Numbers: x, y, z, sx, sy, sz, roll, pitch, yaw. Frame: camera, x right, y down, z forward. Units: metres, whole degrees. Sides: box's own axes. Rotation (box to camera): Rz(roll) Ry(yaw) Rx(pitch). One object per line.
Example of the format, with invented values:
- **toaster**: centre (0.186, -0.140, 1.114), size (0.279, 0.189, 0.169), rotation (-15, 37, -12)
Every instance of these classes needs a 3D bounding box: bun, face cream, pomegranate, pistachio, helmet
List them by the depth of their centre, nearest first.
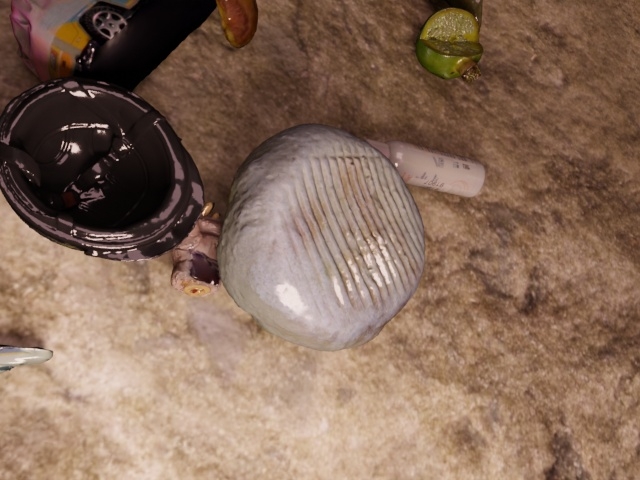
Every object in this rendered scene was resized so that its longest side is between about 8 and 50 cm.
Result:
- **helmet**: centre (-0.315, -0.084, 0.813), size (0.279, 0.160, 0.230), rotation (39, 63, -17)
- **bun**: centre (0.000, 0.000, 0.896), size (0.362, 0.211, 0.361), rotation (11, 72, -35)
- **pistachio**: centre (-0.141, -0.418, 1.009), size (0.049, 0.173, 0.089), rotation (13, 58, 15)
- **face cream**: centre (0.195, -0.146, 1.129), size (0.269, 0.082, 0.081), rotation (8, 70, -22)
- **pomegranate**: centre (0.278, -0.400, 1.227), size (0.143, 0.122, 0.169), rotation (-15, 80, -25)

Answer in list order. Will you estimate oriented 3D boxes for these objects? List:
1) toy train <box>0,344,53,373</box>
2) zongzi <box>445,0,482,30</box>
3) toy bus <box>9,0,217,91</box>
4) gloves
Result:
- **toy train**: centre (-0.468, 0.153, 0.723), size (0.234, 0.052, 0.051), rotation (9, 72, -24)
- **zongzi**: centre (0.203, -0.671, 1.262), size (0.356, 0.174, 0.392), rotation (5, 77, -20)
- **toy bus**: centre (-0.317, -0.379, 0.915), size (0.162, 0.171, 0.386), rotation (30, 60, 2)
- **gloves**: centre (-0.192, 0.016, 0.878), size (0.110, 0.094, 0.144), rotation (35, 42, -22)
